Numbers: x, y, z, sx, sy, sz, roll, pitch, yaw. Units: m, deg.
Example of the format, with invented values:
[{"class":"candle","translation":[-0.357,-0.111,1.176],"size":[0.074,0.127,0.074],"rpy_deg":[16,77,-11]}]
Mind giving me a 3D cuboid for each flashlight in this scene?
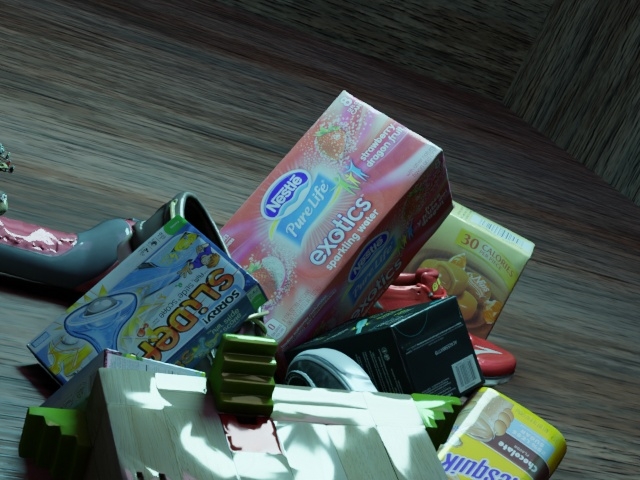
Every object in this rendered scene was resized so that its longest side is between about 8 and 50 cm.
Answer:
[{"class":"flashlight","translation":[-0.305,-0.004,1.709],"size":[0.304,0.103,0.103],"rpy_deg":[19,35,-34]}]

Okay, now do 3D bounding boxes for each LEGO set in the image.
[{"class":"LEGO set","translation":[-0.419,-0.117,2.040],"size":[0.083,0.023,0.054],"rpy_deg":[37,19,31]}]

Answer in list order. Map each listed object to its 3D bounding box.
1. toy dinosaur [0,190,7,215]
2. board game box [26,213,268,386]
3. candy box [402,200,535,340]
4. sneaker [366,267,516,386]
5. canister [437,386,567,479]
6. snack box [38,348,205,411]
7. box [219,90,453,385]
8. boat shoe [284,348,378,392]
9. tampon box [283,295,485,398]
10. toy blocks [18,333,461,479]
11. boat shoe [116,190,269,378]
[{"class":"toy dinosaur","translation":[-0.394,0.035,1.525],"size":[0.118,0.064,0.268],"rpy_deg":[50,41,10]},{"class":"board game box","translation":[-0.169,0.080,1.530],"size":[0.136,0.201,0.035],"rpy_deg":[38,-16,36]},{"class":"candy box","translation":[0.112,0.017,2.160],"size":[0.316,0.183,0.087],"rpy_deg":[28,15,6]},{"class":"sneaker","translation":[0.139,0.098,2.066],"size":[0.279,0.118,0.107],"rpy_deg":[28,17,4]},{"class":"canister","translation":[0.163,0.240,1.607],"size":[0.126,0.073,0.170],"rpy_deg":[32,47,14]},{"class":"snack box","translation":[-0.178,0.148,1.389],"size":[0.100,0.141,0.037],"rpy_deg":[18,53,-29]},{"class":"box","translation":[0.000,0.000,1.793],"size":[0.154,0.300,0.142],"rpy_deg":[34,-17,25]},{"class":"boat shoe","translation":[0.012,0.217,1.527],"size":[0.105,0.113,0.306],"rpy_deg":[-1,41,-26]},{"class":"tampon box","translation":[0.067,0.134,1.671],"size":[0.161,0.101,0.120],"rpy_deg":[-16,4,44]},{"class":"toy blocks","translation":[-0.034,0.232,1.267],"size":[0.381,0.191,0.261],"rpy_deg":[7,32,-22]},{"class":"boat shoe","translation":[-0.110,0.079,1.602],"size":[0.116,0.097,0.324],"rpy_deg":[28,23,-43]}]
